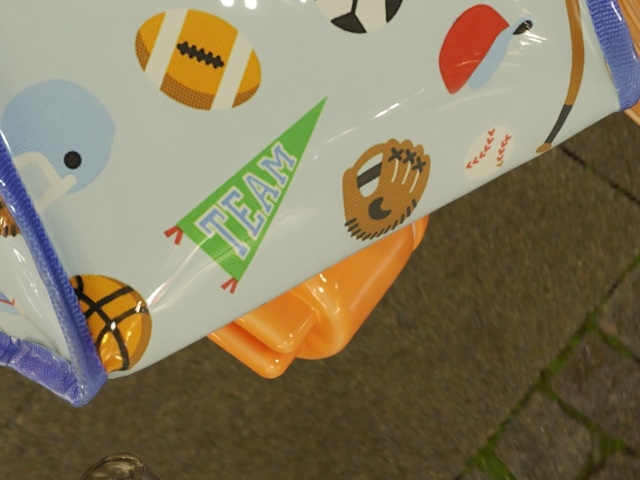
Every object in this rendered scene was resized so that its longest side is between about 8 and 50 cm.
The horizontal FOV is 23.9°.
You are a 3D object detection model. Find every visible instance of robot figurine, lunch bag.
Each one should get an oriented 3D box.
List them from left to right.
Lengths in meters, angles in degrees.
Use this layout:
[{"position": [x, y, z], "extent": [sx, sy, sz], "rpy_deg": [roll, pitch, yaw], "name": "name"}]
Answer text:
[{"position": [-0.073, -0.172, 0.684], "extent": [0.328, 0.239, 0.385], "rpy_deg": [-27, 104, -24], "name": "lunch bag"}, {"position": [-0.001, 0.001, 1.137], "extent": [0.128, 0.158, 0.219], "rpy_deg": [11, 49, 36], "name": "robot figurine"}]

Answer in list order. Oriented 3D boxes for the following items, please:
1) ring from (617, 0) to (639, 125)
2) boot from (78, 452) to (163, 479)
[{"position": [0.291, -0.194, 0.897], "extent": [0.336, 0.032, 0.336], "rpy_deg": [0, 87, -3], "name": "ring"}, {"position": [-0.141, 0.334, 1.083], "extent": [0.096, 0.280, 0.264], "rpy_deg": [-1, 44, 35], "name": "boot"}]
